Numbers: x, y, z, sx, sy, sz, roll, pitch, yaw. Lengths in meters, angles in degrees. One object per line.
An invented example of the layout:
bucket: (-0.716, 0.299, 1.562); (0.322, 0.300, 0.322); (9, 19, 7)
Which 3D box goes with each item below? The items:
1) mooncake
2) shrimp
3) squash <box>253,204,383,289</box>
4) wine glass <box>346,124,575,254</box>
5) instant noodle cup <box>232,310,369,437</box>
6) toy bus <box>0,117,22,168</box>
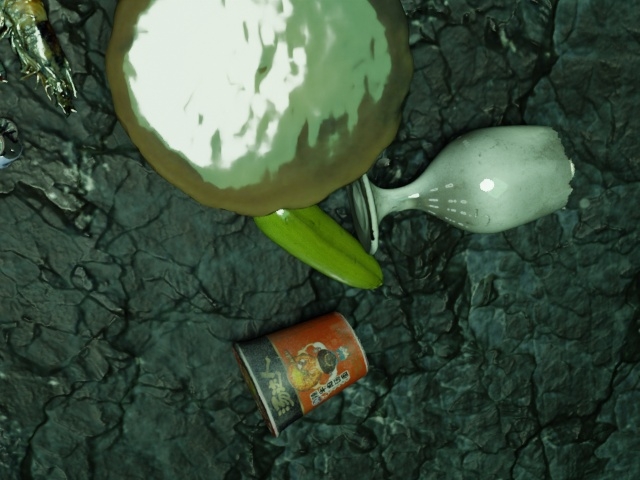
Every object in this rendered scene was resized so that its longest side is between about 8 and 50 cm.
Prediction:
mooncake: (-0.059, -0.175, 0.751); (0.291, 0.161, 0.290); (-4, 109, -12)
shrimp: (-0.302, -0.193, 0.760); (0.091, 0.034, 0.161); (-22, 107, 8)
squash: (0.000, 0.000, 0.885); (0.201, 0.066, 0.066); (35, 98, -29)
wine glass: (0.155, -0.061, 0.865); (0.241, 0.126, 0.126); (-11, 112, -6)
instant noodle cup: (-0.021, 0.151, 0.909); (0.136, 0.127, 0.127); (-24, 114, -13)
toy bus: (-0.377, -0.126, 0.741); (0.076, 0.073, 0.167); (-41, 110, 7)
